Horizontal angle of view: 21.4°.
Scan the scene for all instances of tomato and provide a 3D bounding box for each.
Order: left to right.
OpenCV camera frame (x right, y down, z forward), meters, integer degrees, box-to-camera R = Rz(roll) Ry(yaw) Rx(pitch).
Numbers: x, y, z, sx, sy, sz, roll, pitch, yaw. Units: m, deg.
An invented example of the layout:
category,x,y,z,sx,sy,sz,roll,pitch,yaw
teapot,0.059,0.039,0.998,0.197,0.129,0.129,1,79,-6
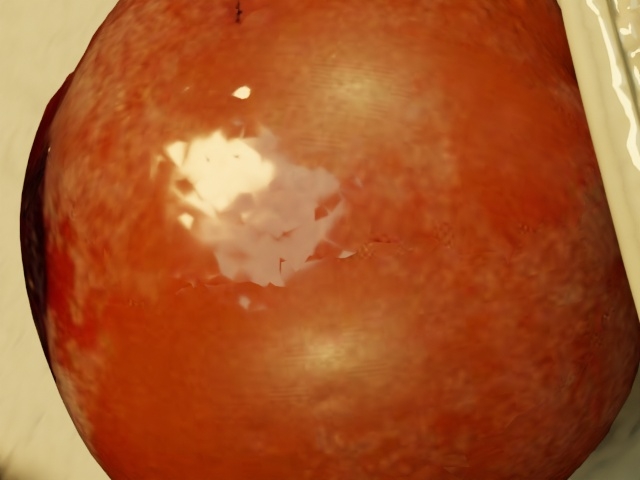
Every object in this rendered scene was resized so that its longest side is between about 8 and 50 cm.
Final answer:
category,x,y,z,sx,sy,sz,roll,pitch,yaw
tomato,0.000,0.000,0.531,0.184,0.208,0.208,-17,75,6

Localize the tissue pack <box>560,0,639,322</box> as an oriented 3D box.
category,x,y,z,sx,sy,sz,roll,pitch,yaw
tissue pack,0.161,0.020,0.460,0.124,0.201,0.271,-19,76,18
